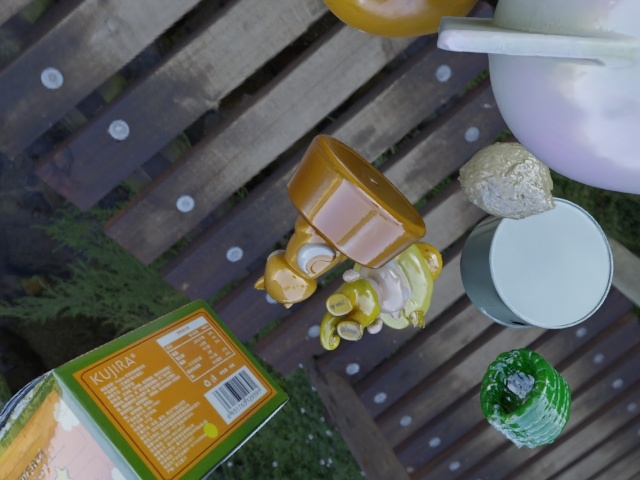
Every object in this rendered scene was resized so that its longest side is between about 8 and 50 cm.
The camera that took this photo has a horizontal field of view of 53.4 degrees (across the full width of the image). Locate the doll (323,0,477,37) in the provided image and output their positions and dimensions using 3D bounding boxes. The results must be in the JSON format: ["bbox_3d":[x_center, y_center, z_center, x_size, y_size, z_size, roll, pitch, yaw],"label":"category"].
[{"bbox_3d":[0.068,-0.331,0.651,0.213,0.236,0.213,-18,139,-16],"label":"doll"}]

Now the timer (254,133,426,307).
[{"bbox_3d":[0.000,0.000,0.590,0.132,0.132,0.152,29,111,-39],"label":"timer"}]

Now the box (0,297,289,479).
[{"bbox_3d":[-0.168,0.176,0.575,0.177,0.148,0.195,-46,171,27],"label":"box"}]

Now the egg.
[{"bbox_3d":[0.270,-0.084,0.916,0.140,0.118,0.116,6,139,-17],"label":"egg"}]

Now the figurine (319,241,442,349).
[{"bbox_3d":[0.086,0.066,0.889,0.131,0.156,0.246,-23,179,35],"label":"figurine"}]

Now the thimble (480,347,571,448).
[{"bbox_3d":[0.296,0.227,0.919,0.090,0.118,0.130,42,60,-21],"label":"thimble"}]

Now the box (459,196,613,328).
[{"bbox_3d":[0.384,0.045,1.153,0.226,0.226,0.149,-20,176,-10],"label":"box"}]

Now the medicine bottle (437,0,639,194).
[{"bbox_3d":[0.294,-0.148,0.485,0.406,0.235,0.235,6,130,9],"label":"medicine bottle"}]
